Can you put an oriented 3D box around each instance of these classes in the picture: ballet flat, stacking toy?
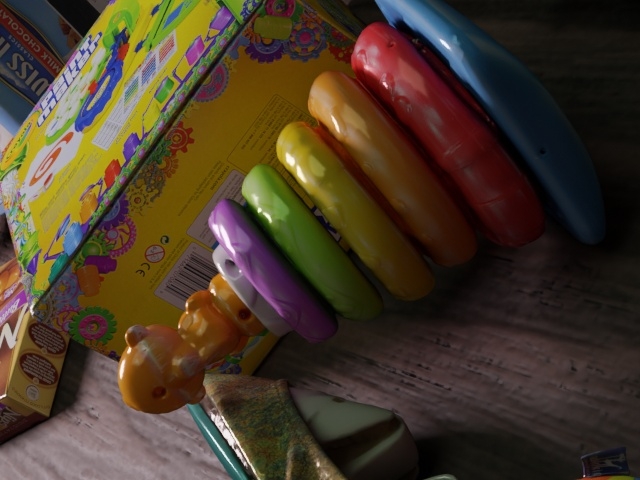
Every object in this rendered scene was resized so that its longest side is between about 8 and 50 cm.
[{"bbox_3d":[0.021,0.156,0.873,0.123,0.123,0.348,-54,28,7],"label":"ballet flat"},{"bbox_3d":[0.000,0.000,0.909,0.302,0.175,0.166,-40,30,1],"label":"stacking toy"}]

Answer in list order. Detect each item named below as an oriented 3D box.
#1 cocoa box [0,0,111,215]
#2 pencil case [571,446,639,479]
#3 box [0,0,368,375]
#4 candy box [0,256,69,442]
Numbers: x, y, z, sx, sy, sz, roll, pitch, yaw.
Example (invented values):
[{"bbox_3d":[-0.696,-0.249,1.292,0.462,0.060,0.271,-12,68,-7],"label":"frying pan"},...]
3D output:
[{"bbox_3d":[-0.368,-0.165,1.596,0.347,0.231,0.228,-22,29,47],"label":"cocoa box"},{"bbox_3d":[0.130,0.211,0.651,0.104,0.104,0.236,-22,46,47],"label":"pencil case"},{"bbox_3d":[-0.091,-0.078,1.186,0.290,0.177,0.279,-52,29,12],"label":"box"},{"bbox_3d":[-0.284,0.094,1.446,0.109,0.053,0.187,-29,41,40],"label":"candy box"}]
